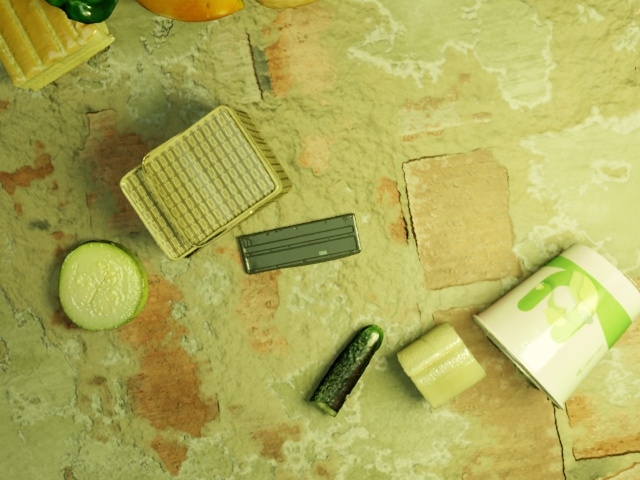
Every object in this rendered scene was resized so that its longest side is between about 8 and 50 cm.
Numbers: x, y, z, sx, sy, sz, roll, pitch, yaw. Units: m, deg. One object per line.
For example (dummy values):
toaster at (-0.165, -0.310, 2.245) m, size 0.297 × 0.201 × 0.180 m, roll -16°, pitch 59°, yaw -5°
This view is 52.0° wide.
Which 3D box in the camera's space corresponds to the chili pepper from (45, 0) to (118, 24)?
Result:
chili pepper at (-0.490, -0.566, 1.353) m, size 0.174 × 0.261 × 0.165 m, roll 22°, pitch 135°, yaw -17°

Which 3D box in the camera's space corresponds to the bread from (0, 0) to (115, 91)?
bread at (-0.622, -0.501, 1.475) m, size 0.239 × 0.111 × 0.246 m, roll -29°, pitch 88°, yaw 6°

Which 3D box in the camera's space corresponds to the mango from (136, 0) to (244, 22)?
mango at (-0.304, -0.559, 1.413) m, size 0.257 × 0.138 × 0.187 m, roll -7°, pitch 83°, yaw 3°

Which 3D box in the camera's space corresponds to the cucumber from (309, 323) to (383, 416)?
cucumber at (0.062, 0.288, 1.479) m, size 0.074 × 0.074 × 0.241 m, roll 32°, pitch 97°, yaw 4°

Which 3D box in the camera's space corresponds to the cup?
cup at (0.489, 0.163, 1.333) m, size 0.274 × 0.253 × 0.253 m, roll -42°, pitch 89°, yaw 2°

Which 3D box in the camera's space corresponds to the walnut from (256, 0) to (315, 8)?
walnut at (-0.065, -0.581, 1.357) m, size 0.222 × 0.195 × 0.195 m, roll -11°, pitch 94°, yaw 16°

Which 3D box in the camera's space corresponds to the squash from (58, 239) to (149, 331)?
squash at (-0.515, 0.106, 1.561) m, size 0.219 × 0.041 × 0.219 m, roll 0°, pitch 91°, yaw 6°

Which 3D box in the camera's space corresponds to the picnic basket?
picnic basket at (-0.250, -0.118, 1.428) m, size 0.313 × 0.175 × 0.228 m, roll -32°, pitch 91°, yaw 10°

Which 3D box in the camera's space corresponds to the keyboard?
keyboard at (0.004, -0.002, 1.480) m, size 0.381 × 0.041 × 0.103 m, roll -10°, pitch 95°, yaw 15°

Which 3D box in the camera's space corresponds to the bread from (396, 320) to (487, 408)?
bread at (0.260, 0.268, 1.418) m, size 0.141 × 0.134 × 0.148 m, roll -34°, pitch 102°, yaw 5°
